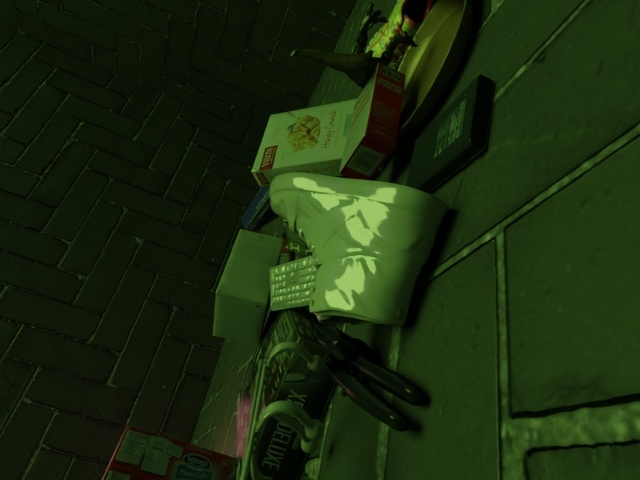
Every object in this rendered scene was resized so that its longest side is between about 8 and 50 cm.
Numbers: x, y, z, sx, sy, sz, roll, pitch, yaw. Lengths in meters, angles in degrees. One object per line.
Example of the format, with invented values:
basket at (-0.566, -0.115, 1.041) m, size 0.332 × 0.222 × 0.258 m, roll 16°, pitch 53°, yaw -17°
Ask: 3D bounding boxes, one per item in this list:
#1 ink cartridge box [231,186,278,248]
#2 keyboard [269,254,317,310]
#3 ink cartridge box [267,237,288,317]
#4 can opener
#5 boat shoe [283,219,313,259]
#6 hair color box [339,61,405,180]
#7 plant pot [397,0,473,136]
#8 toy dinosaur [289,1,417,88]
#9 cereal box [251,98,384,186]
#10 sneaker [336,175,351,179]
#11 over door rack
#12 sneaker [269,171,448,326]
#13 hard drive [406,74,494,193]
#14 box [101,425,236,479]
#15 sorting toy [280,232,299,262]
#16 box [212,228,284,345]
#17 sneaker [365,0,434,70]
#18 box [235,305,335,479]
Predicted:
ink cartridge box at (-0.091, -0.143, 1.137) m, size 0.307 × 0.072 × 0.303 m, roll -37°, pitch -5°, yaw -43°
keyboard at (-0.005, 0.056, 0.653) m, size 0.255 × 0.014 × 0.072 m, roll -19°, pitch 77°, yaw 49°
ink cartridge box at (-0.138, 0.094, 1.092) m, size 0.067 × 0.115 × 0.199 m, roll 164°, pitch 106°, yaw -74°
can opener at (0.043, 0.141, 0.452) m, size 0.059 × 0.073 × 0.186 m, roll -61°, pitch 20°, yaw -3°
boat shoe at (0.004, 0.000, 0.772) m, size 0.305 × 0.109 × 0.091 m, roll -154°, pitch 61°, yaw -70°
hair color box at (0.082, -0.181, 0.686) m, size 0.093 × 0.053 × 0.167 m, roll 128°, pitch 159°, yaw -55°
plant pot at (0.161, -0.261, 0.675) m, size 0.236 × 0.032 × 0.237 m, roll -158°, pitch 90°, yaw -78°
toy dinosaur at (0.076, -0.297, 0.706) m, size 0.118 × 0.064 × 0.268 m, roll -43°, pitch -20°, yaw 30°
cereal box at (0.003, -0.187, 0.826) m, size 0.047 × 0.239 × 0.173 m, roll 64°, pitch -152°, yaw -47°
sneaker at (0.047, -0.213, 0.967) m, size 0.147 × 0.104 × 0.296 m, roll -50°, pitch 25°, yaw 46°
over door rack at (-0.067, 0.296, 0.430) m, size 0.239 × 0.108 × 0.325 m, roll -90°, pitch 23°, yaw -75°
sneaker at (0.004, 0.013, 0.549) m, size 0.292 × 0.108 × 0.169 m, roll 15°, pitch 86°, yaw 53°
hard drive at (0.143, -0.111, 0.511) m, size 0.135 × 0.022 × 0.094 m, roll 135°, pitch 154°, yaw -63°
box at (-0.273, 0.468, 0.825) m, size 0.123 × 0.256 × 0.128 m, roll -61°, pitch 14°, yaw 24°
sorting toy at (-0.050, -0.017, 1.110) m, size 0.347 × 0.047 × 0.196 m, roll 161°, pitch 113°, yaw -74°
box at (-0.136, 0.087, 0.845) m, size 0.171 × 0.090 × 0.130 m, roll -80°, pitch 5°, yaw -49°
sneaker at (0.148, -0.382, 0.827) m, size 0.094 × 0.081 × 0.209 m, roll -112°, pitch 45°, yaw -70°
box at (-0.066, 0.233, 0.737) m, size 0.307 × 0.076 × 0.243 m, roll -151°, pitch 82°, yaw -78°
